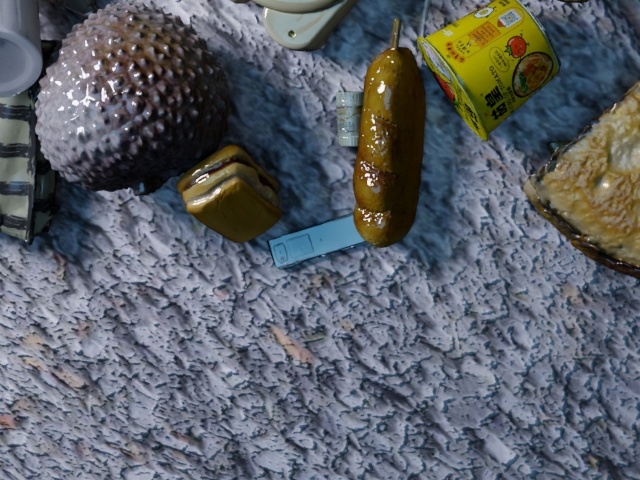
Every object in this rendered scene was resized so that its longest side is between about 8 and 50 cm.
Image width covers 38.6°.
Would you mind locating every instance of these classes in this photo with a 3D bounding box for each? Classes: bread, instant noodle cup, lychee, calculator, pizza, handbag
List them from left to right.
[{"bbox_3d":[-0.578,-0.173,1.469,0.325,0.162,0.327,7,103,5],"label":"handbag"},{"bbox_3d":[-0.285,-0.205,1.352,0.299,0.300,0.300,2,101,9],"label":"lychee"},{"bbox_3d":[-0.132,-0.065,1.398,0.115,0.200,0.077,-27,66,10],"label":"bread"},{"bbox_3d":[0.000,0.000,1.479,0.171,0.018,0.057,-18,98,12],"label":"calculator"},{"bbox_3d":[0.102,-0.160,1.387,0.083,0.124,0.344,10,106,31],"label":"bread"},{"bbox_3d":[0.247,-0.258,1.318,0.144,0.182,0.182,-35,93,4],"label":"instant noodle cup"},{"bbox_3d":[0.506,-0.080,1.353,0.391,0.080,0.435,-14,97,11],"label":"pizza"}]

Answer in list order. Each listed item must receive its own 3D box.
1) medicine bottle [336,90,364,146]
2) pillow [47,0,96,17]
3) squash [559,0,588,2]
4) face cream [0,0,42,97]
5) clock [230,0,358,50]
[{"bbox_3d":[0.048,-0.190,1.420,0.047,0.047,0.083,0,101,9],"label":"medicine bottle"},{"bbox_3d":[-0.399,-0.503,1.421,0.173,0.067,0.270,22,108,11],"label":"pillow"},{"bbox_3d":[0.371,-0.484,1.215,0.310,0.310,0.309,-6,115,10],"label":"squash"},{"bbox_3d":[-0.490,-0.396,1.340,0.145,0.145,0.370,-19,60,12],"label":"face cream"},{"bbox_3d":[-0.046,-0.468,1.354,0.309,0.114,0.284,43,106,2],"label":"clock"}]
